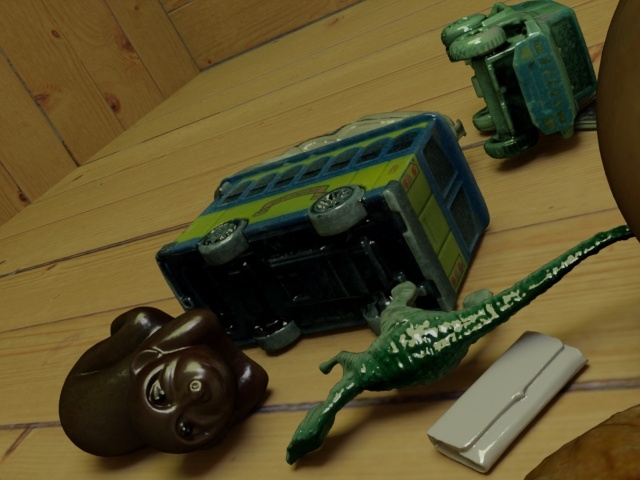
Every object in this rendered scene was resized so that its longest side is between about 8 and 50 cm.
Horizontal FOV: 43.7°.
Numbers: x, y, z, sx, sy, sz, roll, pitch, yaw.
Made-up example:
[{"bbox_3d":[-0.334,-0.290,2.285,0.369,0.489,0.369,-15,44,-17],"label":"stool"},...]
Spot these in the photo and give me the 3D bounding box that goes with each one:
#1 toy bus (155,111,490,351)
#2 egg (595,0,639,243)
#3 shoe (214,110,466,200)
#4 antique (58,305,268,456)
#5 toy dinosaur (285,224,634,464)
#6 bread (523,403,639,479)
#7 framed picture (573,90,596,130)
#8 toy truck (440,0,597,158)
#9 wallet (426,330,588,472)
[{"bbox_3d":[0.000,0.000,0.851,0.312,0.152,0.190,-14,27,34],"label":"toy bus"},{"bbox_3d":[0.335,-0.103,0.449,0.374,0.301,0.301,-35,22,-21],"label":"egg"},{"bbox_3d":[0.031,-0.083,1.045,0.342,0.132,0.210,-10,24,33],"label":"shoe"},{"bbox_3d":[-0.165,0.145,0.780,0.257,0.121,0.143,-7,38,46],"label":"antique"},{"bbox_3d":[0.119,0.051,0.658,0.383,0.076,0.129,-39,18,11],"label":"toy dinosaur"},{"bbox_3d":[0.214,0.124,0.336,0.260,0.129,0.134,-1,34,48],"label":"bread"},{"bbox_3d":[0.387,-0.186,0.967,0.183,0.011,0.142,-39,23,-22],"label":"framed picture"},{"bbox_3d":[0.249,-0.218,1.004,0.156,0.155,0.279,-22,18,11],"label":"toy truck"},{"bbox_3d":[0.138,0.116,0.589,0.122,0.025,0.061,-39,30,-23],"label":"wallet"}]
